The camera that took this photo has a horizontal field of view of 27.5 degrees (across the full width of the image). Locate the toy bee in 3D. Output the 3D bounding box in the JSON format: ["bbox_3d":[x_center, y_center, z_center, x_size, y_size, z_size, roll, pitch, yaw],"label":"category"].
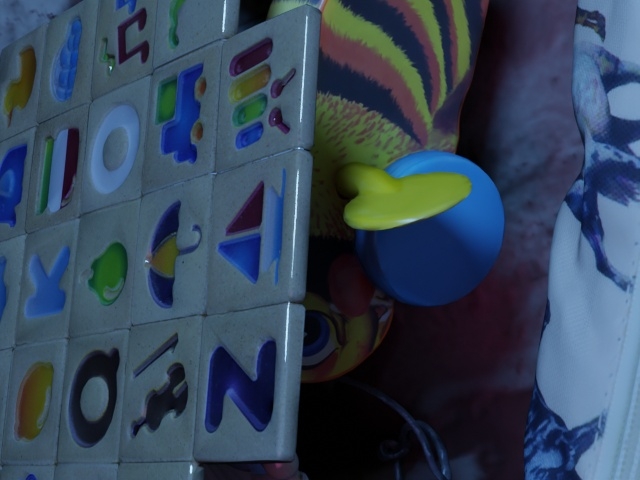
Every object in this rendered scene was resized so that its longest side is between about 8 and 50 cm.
[{"bbox_3d":[0.000,0.000,0.590,0.195,0.162,0.298,-21,74,62],"label":"toy bee"}]

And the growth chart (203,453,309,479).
[{"bbox_3d":[-0.061,0.113,0.648,0.237,0.021,0.172,19,145,47],"label":"growth chart"}]

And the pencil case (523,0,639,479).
[{"bbox_3d":[0.164,-0.032,0.530,0.159,0.183,0.411,9,106,18],"label":"pencil case"}]

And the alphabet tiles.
[{"bbox_3d":[-0.111,0.018,0.606,0.342,0.011,0.285,-13,70,51],"label":"alphabet tiles"}]
